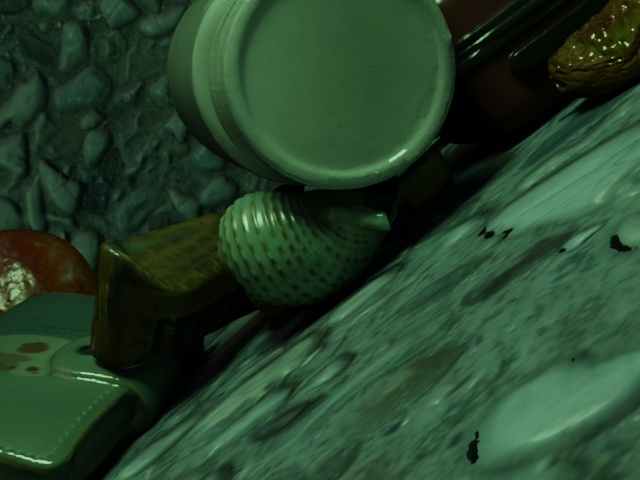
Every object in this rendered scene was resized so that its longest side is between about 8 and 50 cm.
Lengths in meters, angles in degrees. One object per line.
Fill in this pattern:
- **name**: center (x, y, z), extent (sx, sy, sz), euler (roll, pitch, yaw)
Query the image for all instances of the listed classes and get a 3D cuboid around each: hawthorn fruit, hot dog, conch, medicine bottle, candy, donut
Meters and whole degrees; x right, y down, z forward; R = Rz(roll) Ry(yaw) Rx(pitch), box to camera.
- **hawthorn fruit**: center (-0.430, 0.130, 1.697), extent (0.284, 0.284, 0.284), euler (-37, 7, 5)
- **hot dog**: center (0.250, -0.169, 0.988), extent (0.147, 0.065, 0.099), euler (-47, 0, 37)
- **conch**: center (-0.013, 0.002, 1.045), extent (0.153, 0.102, 0.135), euler (7, 26, 7)
- **medicine bottle**: center (-0.023, -0.159, 1.133), extent (0.211, 0.211, 0.371), euler (-39, 14, -6)
- **candy**: center (-0.109, 0.031, 1.157), extent (0.271, 0.101, 0.143), euler (-24, -44, -48)
- **donut**: center (0.098, -0.058, 1.163), extent (0.067, 0.038, 0.083), euler (-42, 2, -13)

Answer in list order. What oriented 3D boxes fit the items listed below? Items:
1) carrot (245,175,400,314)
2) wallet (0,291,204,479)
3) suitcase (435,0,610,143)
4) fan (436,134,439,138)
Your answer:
- **carrot**: center (0.000, 0.000, 1.167), extent (0.067, 0.067, 0.225), euler (-31, 9, 47)
- **wallet**: center (-0.263, 0.133, 1.158), extent (0.252, 0.083, 0.360), euler (3, 18, 16)
- **suitcase**: center (0.216, -0.233, 1.182), extent (0.297, 0.161, 0.236), euler (-37, 6, -7)
- **fan**: center (0.203, -0.268, 1.399), extent (0.233, 0.012, 0.415), euler (-29, -27, -47)
